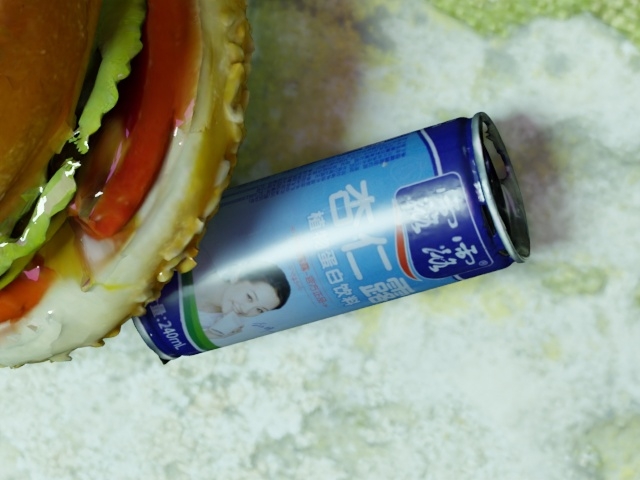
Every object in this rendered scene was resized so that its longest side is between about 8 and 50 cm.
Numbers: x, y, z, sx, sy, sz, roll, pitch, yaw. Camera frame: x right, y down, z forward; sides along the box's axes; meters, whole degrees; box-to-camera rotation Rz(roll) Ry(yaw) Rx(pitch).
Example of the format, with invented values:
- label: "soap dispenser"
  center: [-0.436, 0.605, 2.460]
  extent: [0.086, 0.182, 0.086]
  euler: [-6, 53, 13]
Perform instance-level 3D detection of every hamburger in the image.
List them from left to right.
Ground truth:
- label: "hamburger"
  center: [-0.203, -0.094, 0.898]
  extent: [0.330, 0.250, 0.330]
  euler: [-12, 67, 29]

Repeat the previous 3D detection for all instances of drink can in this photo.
- label: "drink can"
  center: [0.000, 0.000, 0.967]
  extent: [0.235, 0.097, 0.097]
  euler: [-17, 93, 16]
